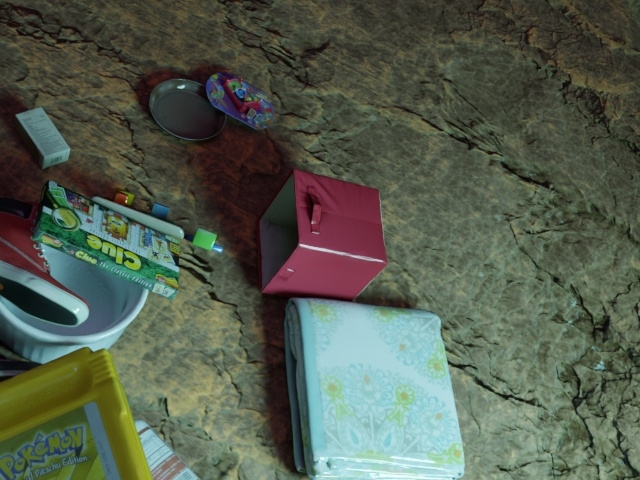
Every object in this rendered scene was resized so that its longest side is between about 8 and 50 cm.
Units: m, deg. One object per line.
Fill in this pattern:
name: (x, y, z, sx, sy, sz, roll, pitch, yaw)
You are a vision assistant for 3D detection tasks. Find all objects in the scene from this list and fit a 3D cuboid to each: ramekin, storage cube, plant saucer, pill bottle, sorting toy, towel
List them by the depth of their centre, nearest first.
pill bottle: (-0.295, 0.369, 1.565, 0.216, 0.121, 0.121, 44, 51, 9)
ramekin: (-0.448, 0.082, 1.686, 0.277, 0.135, 0.277, 12, 53, -17)
sorting toy: (-0.338, -0.058, 1.804, 0.348, 0.196, 0.047, 21, 89, -10)
towel: (0.097, 0.286, 1.827, 0.321, 0.090, 0.374, 9, 54, -22)
storage cube: (0.000, 0.000, 1.902, 0.193, 0.215, 0.183, 12, 52, -24)
plant saucer: (-0.287, -0.274, 2.078, 0.169, 0.029, 0.168, 12, 53, -16)

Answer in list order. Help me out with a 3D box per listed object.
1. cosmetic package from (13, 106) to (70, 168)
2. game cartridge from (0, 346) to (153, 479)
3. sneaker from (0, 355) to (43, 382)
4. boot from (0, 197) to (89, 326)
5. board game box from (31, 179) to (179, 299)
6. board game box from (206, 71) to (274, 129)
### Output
cosmetic package: (-0.547, -0.201, 1.900, 0.060, 0.041, 0.115, -24, 70, -35)
game cartridge: (-0.415, 0.349, 1.486, 0.285, 0.052, 0.323, -24, 67, -3)
sneaker: (-0.557, 0.188, 1.596, 0.222, 0.083, 0.118, 4, 56, -21)
boot: (-0.458, 0.025, 1.581, 0.244, 0.088, 0.176, 29, 49, 1)
board game box: (-0.357, 0.000, 1.646, 0.260, 0.030, 0.136, 27, 35, -27)
board game box: (-0.169, -0.320, 2.138, 0.169, 0.033, 0.133, 28, 42, -17)
